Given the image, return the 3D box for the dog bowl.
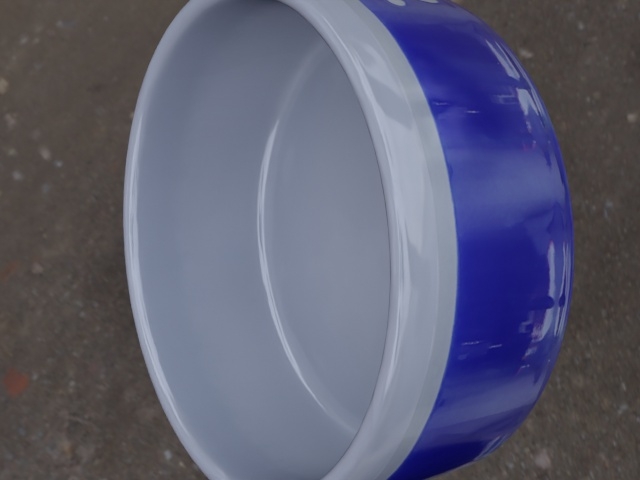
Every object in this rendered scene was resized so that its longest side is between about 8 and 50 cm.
[{"bbox_3d":[0.000,0.000,0.581,0.104,0.264,0.265,-4,44,-34],"label":"dog bowl"}]
